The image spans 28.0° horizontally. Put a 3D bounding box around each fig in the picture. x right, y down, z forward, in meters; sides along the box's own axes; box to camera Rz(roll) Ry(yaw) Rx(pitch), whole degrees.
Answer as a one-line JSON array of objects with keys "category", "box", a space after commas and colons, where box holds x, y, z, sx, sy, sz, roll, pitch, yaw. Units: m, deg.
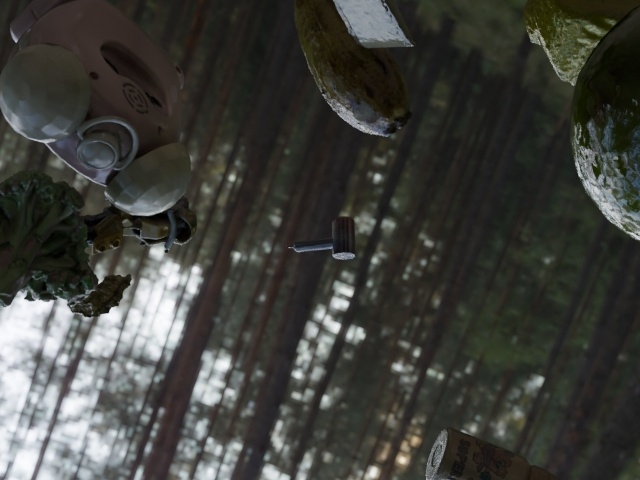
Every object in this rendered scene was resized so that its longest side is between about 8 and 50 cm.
[{"category": "fig", "box": [0.409, -0.134, 1.384, 0.316, 0.316, 0.316, 20, -168, -4]}]

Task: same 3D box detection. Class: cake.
[{"category": "cake", "box": [0.393, -0.304, 1.677, 0.260, 0.156, 0.179, 0, -129, -24]}]

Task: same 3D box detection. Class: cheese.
[{"category": "cheese", "box": [0.008, -0.362, 1.473, 0.085, 0.034, 0.400, 10, 149, 34]}]

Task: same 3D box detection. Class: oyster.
[{"category": "oyster", "box": [-0.385, 0.091, 2.239, 0.121, 0.045, 0.146, -25, -155, -12]}]

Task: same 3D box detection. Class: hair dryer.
[{"category": "hair dryer", "box": [0.000, 0.000, 2.062, 0.114, 0.063, 0.037, -7, 161, 16]}]

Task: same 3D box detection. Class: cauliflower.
[{"category": "cauliflower", "box": [-0.479, 0.029, 1.951, 0.256, 0.239, 0.315, -13, -150, 14]}]

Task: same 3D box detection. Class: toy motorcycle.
[{"category": "toy motorcycle", "box": [-0.299, -0.029, 2.139, 0.229, 0.094, 0.130, -21, -135, -39]}]

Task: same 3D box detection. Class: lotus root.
[{"category": "lotus root", "box": [0.032, -0.246, 1.698, 0.097, 0.110, 0.258, 3, -130, -52]}]

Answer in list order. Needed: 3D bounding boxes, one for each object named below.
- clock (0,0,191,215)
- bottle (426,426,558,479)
[{"category": "clock", "box": [-0.347, -0.220, 2.014, 0.342, 0.184, 0.326, 35, -151, -30]}, {"category": "bottle", "box": [0.283, 0.381, 2.063, 0.209, 0.097, 0.110, 21, 176, -5]}]
